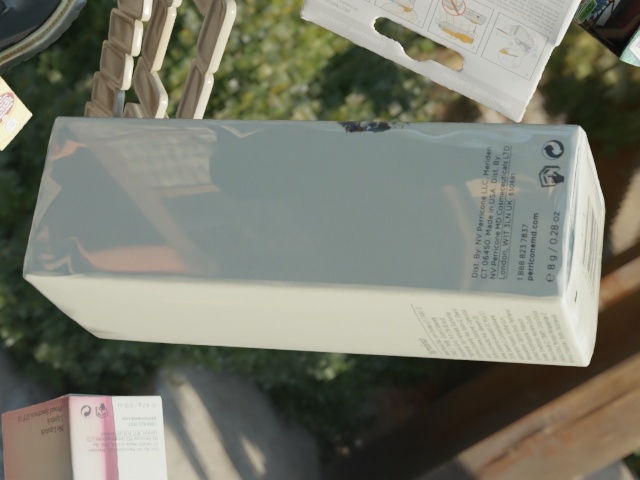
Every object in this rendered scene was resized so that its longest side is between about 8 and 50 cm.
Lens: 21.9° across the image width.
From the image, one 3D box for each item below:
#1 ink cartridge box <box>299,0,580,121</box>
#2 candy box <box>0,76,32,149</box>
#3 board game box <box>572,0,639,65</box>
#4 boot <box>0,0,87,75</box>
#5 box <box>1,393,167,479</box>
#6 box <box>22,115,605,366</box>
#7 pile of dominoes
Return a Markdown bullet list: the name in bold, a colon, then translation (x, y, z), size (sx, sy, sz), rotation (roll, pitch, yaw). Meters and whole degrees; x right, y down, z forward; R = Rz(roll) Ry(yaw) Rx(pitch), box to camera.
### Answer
- **ink cartridge box**: translation (0.096, -0.204, 1.097), size (0.181, 0.224, 0.056), rotation (27, 52, 7)
- **candy box**: translation (-0.359, -0.170, 1.554), size (0.109, 0.053, 0.186), rotation (30, -13, 32)
- **board game box**: translation (0.270, -0.272, 1.251), size (0.030, 0.259, 0.136), rotation (20, 21, -39)
- **boot**: translation (-0.213, -0.139, 0.902), size (0.077, 0.198, 0.137), rotation (51, 19, 29)
- **box**: translation (-0.258, 0.293, 1.827), size (0.127, 0.149, 0.232), rotation (5, 74, -41)
- **box**: translation (0.000, 0.000, 0.840), size (0.113, 0.275, 0.094), rotation (57, 39, -65)
- **pile of dominoes**: translation (-0.117, -0.125, 1.270), size (0.040, 0.251, 0.196), rotation (1, 40, -27)
